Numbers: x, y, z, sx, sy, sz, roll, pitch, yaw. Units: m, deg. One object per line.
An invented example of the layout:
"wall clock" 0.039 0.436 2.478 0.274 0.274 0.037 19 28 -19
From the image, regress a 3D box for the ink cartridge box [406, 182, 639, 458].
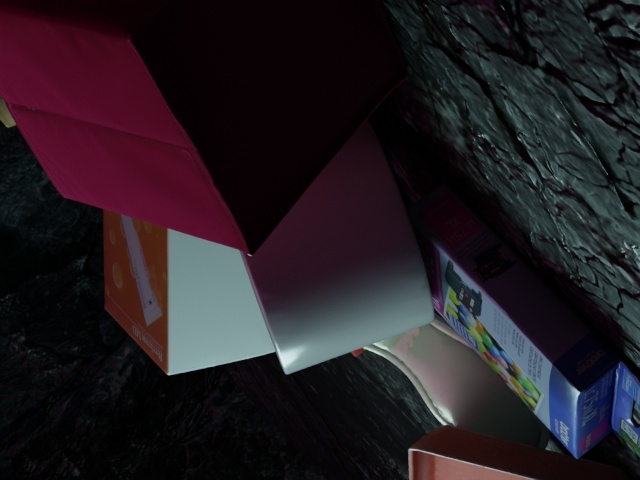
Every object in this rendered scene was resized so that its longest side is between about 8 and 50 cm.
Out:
"ink cartridge box" 0.208 0.099 1.503 0.311 0.065 0.186 45 166 25

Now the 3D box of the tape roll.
"tape roll" 0.000 0.000 1.566 0.246 0.169 0.246 160 90 -87

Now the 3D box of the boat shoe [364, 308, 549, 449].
"boat shoe" 0.139 0.123 1.728 0.324 0.116 0.097 37 -150 7

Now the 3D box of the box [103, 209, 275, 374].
"box" -0.161 -0.041 1.881 0.215 0.168 0.345 36 130 53

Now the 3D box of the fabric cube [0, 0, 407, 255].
"fabric cube" -0.123 -0.181 1.338 0.258 0.254 0.259 16 145 39

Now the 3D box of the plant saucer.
"plant saucer" 0.231 0.283 1.707 0.259 0.048 0.258 12 157 9

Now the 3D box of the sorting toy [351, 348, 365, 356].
"sorting toy" 0.001 0.021 1.979 0.257 0.089 0.255 44 165 38

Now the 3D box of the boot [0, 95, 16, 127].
"boot" -0.321 -0.237 2.014 0.236 0.269 0.089 49 169 18
